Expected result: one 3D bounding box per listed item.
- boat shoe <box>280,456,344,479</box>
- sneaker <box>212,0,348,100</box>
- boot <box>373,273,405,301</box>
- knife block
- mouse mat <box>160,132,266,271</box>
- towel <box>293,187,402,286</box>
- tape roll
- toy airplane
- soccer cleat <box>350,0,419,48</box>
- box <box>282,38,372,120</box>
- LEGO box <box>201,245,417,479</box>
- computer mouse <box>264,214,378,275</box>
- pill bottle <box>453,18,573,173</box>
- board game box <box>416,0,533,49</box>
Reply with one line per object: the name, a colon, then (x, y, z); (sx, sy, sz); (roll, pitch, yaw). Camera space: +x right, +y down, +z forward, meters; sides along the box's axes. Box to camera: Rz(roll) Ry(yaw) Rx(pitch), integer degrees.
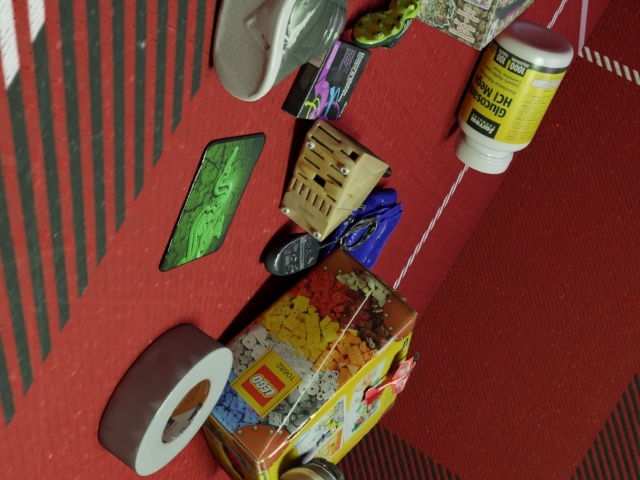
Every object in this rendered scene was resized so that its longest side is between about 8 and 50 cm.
boat shoe: (-0.006, 0.425, 1.473); (0.092, 0.103, 0.285); (-44, 164, -23)
sneaker: (-0.016, -0.289, 0.857); (0.147, 0.105, 0.295); (-45, 166, -45)
boot: (0.087, 0.169, 1.904); (0.197, 0.152, 0.073); (-60, 164, 4)
knife block: (0.052, -0.124, 1.335); (0.242, 0.088, 0.275); (-45, 167, -36)
mouse mat: (-0.137, -0.051, 1.094); (0.153, 0.007, 0.189); (-26, 145, -63)
towel: (0.067, 0.011, 1.695); (0.227, 0.076, 0.308); (-64, 163, 17)
tape roll: (-0.223, 0.232, 1.236); (0.219, 0.072, 0.219); (-52, 164, -22)
toy airplane: (0.127, 0.259, 1.535); (0.151, 0.028, 0.151); (-40, 157, -21)
soccer cleat: (0.095, -0.305, 1.229); (0.179, 0.060, 0.072); (-47, 162, -46)
box: (0.013, -0.225, 1.183); (0.116, 0.029, 0.162); (-63, 165, 16)
LEGO box: (-0.030, 0.295, 1.605); (0.372, 0.193, 0.500); (-40, 159, -20)
computer mouse: (0.000, 0.000, 1.432); (0.242, 0.041, 0.071); (-19, 126, -35)
pill bottle: (0.437, -0.331, 1.977); (0.188, 0.188, 0.333); (-39, 155, -50)
board game box: (0.278, -0.485, 1.299); (0.232, 0.141, 0.291); (-45, 159, -41)
